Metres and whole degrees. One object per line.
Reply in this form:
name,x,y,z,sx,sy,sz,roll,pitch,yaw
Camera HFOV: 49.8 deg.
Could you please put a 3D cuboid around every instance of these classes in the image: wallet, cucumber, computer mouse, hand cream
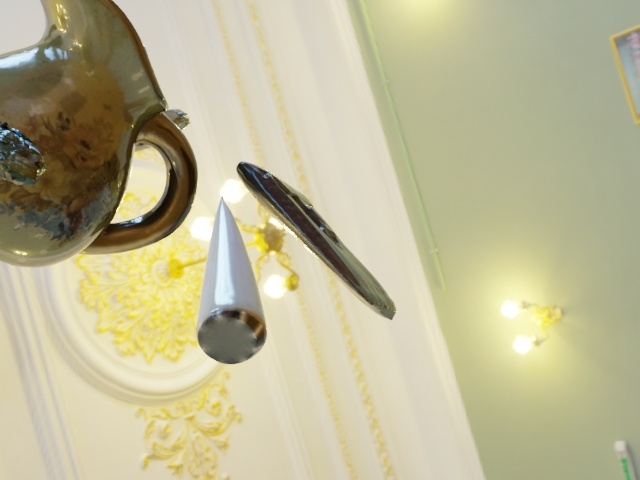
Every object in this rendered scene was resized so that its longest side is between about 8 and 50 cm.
wallet,0.000,0.000,0.877,0.245,0.052,0.168,46,-178,23
cucumber,-0.286,-0.081,0.472,0.043,0.256,0.044,37,-109,-70
computer mouse,-0.264,-0.159,1.010,0.089,0.181,0.056,-35,-62,-60
hand cream,-0.164,0.075,1.278,0.359,0.118,0.185,-102,1,-58

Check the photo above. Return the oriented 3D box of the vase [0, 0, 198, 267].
vase,-0.287,-0.112,0.833,0.302,0.241,0.329,-51,-51,-2
